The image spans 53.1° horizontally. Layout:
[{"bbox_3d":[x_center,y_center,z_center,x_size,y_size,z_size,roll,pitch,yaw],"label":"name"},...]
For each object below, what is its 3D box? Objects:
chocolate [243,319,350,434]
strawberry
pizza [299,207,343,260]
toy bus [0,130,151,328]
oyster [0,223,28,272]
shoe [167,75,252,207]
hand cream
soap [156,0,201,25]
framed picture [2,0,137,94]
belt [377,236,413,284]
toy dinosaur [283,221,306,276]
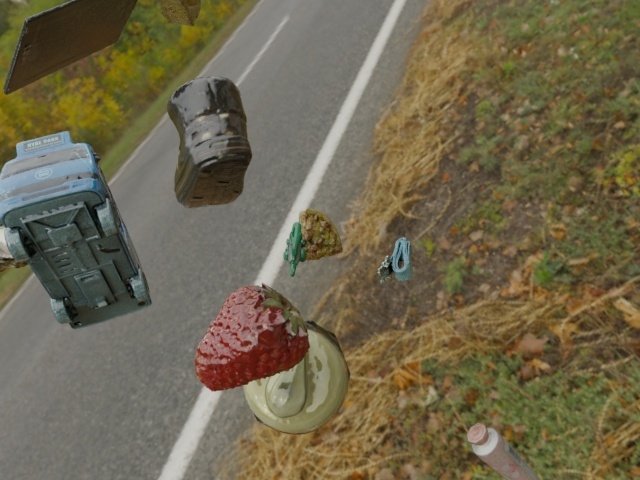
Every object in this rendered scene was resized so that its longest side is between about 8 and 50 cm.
[{"bbox_3d":[-0.074,0.375,1.808,0.314,0.326,0.297,-18,-22,-5],"label":"chocolate"},{"bbox_3d":[-0.154,0.213,1.323,0.244,0.205,0.205,-40,23,7],"label":"strawberry"},{"bbox_3d":[0.000,-0.001,1.655,0.046,0.175,0.134,-2,59,45],"label":"pizza"},{"bbox_3d":[-0.289,-0.003,0.769,0.113,0.246,0.134,-17,54,-10],"label":"toy bus"},{"bbox_3d":[-0.603,0.017,1.214,0.163,0.081,0.191,-14,36,-11],"label":"oyster"},{"bbox_3d":[-0.265,-0.223,1.479,0.171,0.237,0.384,-10,-12,-16],"label":"shoe"},{"bbox_3d":[0.279,0.327,0.899,0.043,0.209,0.067,-43,20,7],"label":"hand cream"},{"bbox_3d":[-0.365,-0.689,1.650,0.080,0.258,0.160,10,26,10],"label":"soap"},{"bbox_3d":[-0.534,-0.459,1.408,0.255,0.014,0.339,-35,9,49],"label":"framed picture"},{"bbox_3d":[0.242,0.061,2.010,0.100,0.065,0.179,-9,32,19],"label":"belt"},{"bbox_3d":[-0.063,0.024,1.559,0.096,0.059,0.132,91,-177,-81],"label":"toy dinosaur"}]
